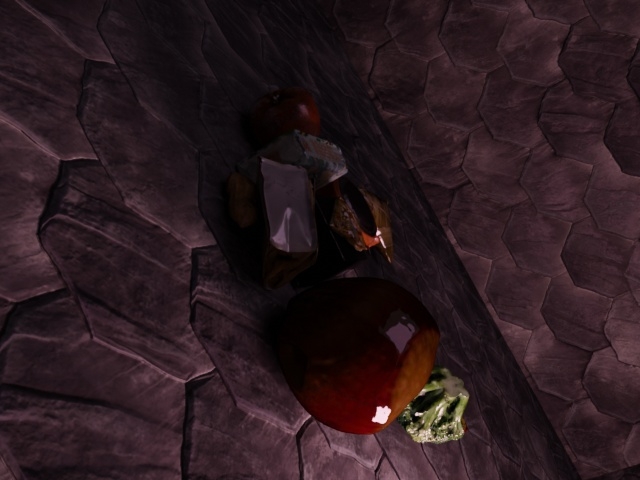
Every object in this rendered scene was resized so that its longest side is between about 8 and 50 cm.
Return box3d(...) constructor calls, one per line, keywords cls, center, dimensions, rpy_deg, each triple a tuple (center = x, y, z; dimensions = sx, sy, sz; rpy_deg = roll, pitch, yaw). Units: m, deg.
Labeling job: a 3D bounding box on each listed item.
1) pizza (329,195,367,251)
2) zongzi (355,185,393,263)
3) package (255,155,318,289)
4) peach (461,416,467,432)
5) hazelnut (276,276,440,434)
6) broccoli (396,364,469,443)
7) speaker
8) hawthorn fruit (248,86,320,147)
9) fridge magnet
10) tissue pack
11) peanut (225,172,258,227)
box3d(cls="pizza", center=(0.067, -0.059, 1.773), dimensions=(0.176, 0.036, 0.184), rpy_deg=(15, 49, -60))
box3d(cls="zongzi", center=(0.192, -0.061, 2.409), dimensions=(0.286, 0.134, 0.288), rpy_deg=(20, 53, -49))
box3d(cls="package", center=(-0.086, -0.053, 1.640), dimensions=(0.221, 0.165, 0.311), rpy_deg=(101, -15, -50))
box3d(cls="peach", center=(0.449, 0.634, 2.171), dimensions=(0.172, 0.092, 0.127), rpy_deg=(52, 17, 8))
box3d(cls="hazelnut", center=(0.106, 0.266, 1.511), dimensions=(0.429, 0.402, 0.402), rpy_deg=(-25, 87, -56))
box3d(cls="broccoli", center=(0.353, 0.512, 1.933), dimensions=(0.294, 0.245, 0.265), rpy_deg=(40, 40, 10))
box3d(cls="speaker", center=(0.000, 0.000, 1.845), dimensions=(0.232, 0.184, 0.254), rpy_deg=(65, 21, 11))
box3d(cls="hawthorn fruit", center=(-0.101, -0.391, 2.006), dimensions=(0.263, 0.235, 0.231), rpy_deg=(24, 68, -34))
box3d(cls="fridge magnet", center=(0.078, -0.092, 2.146), dimensions=(0.363, 0.155, 0.363), rpy_deg=(47, 26, -31))
box3d(cls="tissue pack", center=(-0.080, -0.229, 1.877), dimensions=(0.311, 0.228, 0.128), rpy_deg=(2, 63, -65))
box3d(cls="peanut", center=(-0.212, -0.111, 1.647), dimensions=(0.089, 0.089, 0.192), rpy_deg=(34, 34, -47))
